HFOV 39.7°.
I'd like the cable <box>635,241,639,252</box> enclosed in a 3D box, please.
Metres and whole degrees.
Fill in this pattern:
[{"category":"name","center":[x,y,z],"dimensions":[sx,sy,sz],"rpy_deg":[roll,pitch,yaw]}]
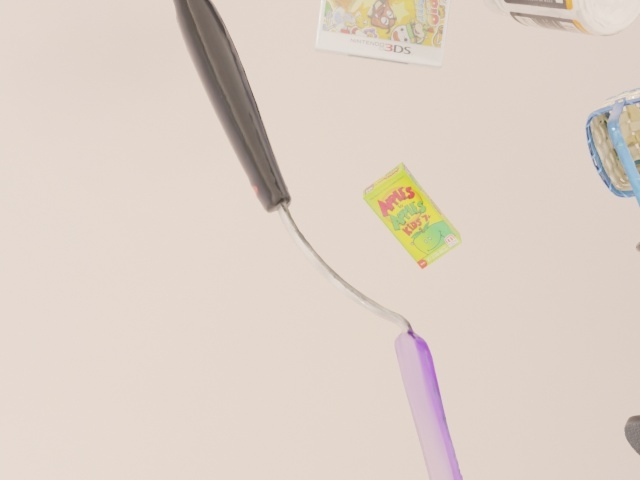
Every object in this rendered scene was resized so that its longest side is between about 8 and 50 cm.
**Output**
[{"category":"cable","center":[0.296,-0.009,0.556],"dimensions":[0.150,0.184,0.047],"rpy_deg":[-26,-67,-34]}]

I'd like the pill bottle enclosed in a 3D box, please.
[{"category":"pill bottle","center":[0.410,-0.446,1.532],"dimensions":[0.162,0.278,0.162],"rpy_deg":[-11,-67,-27]}]

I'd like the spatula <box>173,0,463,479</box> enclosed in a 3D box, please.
[{"category":"spatula","center":[0.000,0.000,0.409],"dimensions":[0.030,0.084,0.296],"rpy_deg":[-30,-94,-6]}]

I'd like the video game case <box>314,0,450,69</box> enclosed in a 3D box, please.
[{"category":"video game case","center":[0.105,-0.398,1.409],"dimensions":[0.206,0.026,0.227],"rpy_deg":[7,-92,-4]}]

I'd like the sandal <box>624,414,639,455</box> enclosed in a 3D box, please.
[{"category":"sandal","center":[0.598,0.304,1.354],"dimensions":[0.054,0.254,0.097],"rpy_deg":[-58,-36,-52]}]

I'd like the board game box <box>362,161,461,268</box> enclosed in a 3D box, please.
[{"category":"board game box","center":[0.169,-0.044,1.637],"dimensions":[0.092,0.043,0.181],"rpy_deg":[-36,-73,18]}]

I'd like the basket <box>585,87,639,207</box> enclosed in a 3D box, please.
[{"category":"basket","center":[0.692,-0.192,1.929],"dimensions":[0.255,0.201,0.289],"rpy_deg":[63,-151,-18]}]
